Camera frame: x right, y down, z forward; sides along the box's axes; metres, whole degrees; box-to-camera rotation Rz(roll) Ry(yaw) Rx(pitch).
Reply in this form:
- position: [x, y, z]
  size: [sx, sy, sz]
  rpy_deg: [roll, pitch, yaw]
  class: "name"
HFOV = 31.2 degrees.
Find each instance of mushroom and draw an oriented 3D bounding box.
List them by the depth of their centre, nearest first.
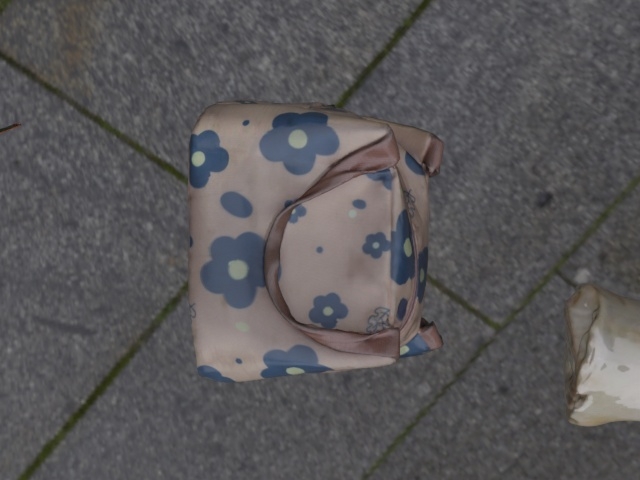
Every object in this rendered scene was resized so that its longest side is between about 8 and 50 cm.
- position: [0.353, 0.113, 0.977]
  size: [0.290, 0.297, 0.297]
  rpy_deg: [-9, 121, 9]
  class: "mushroom"

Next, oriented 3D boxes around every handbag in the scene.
- position: [0.000, 0.000, 1.004]
  size: [0.193, 0.190, 0.251]
  rpy_deg: [1, 93, 21]
  class: "handbag"

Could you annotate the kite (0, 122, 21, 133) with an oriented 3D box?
- position: [-0.434, -0.111, 1.302]
  size: [0.190, 0.159, 0.010]
  rpy_deg: [-4, 117, 16]
  class: "kite"
